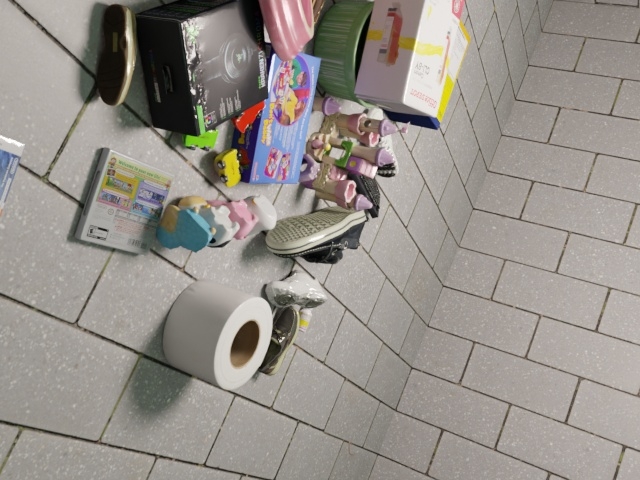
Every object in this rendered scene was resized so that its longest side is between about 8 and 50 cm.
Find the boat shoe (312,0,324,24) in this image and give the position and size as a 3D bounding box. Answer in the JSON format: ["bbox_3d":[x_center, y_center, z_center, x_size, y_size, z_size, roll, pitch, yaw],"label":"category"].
[{"bbox_3d":[-0.037,-0.585,1.883,0.207,0.073,0.073,-66,150,-13],"label":"boat shoe"}]

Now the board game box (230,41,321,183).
[{"bbox_3d":[-0.118,-0.324,1.871,0.233,0.078,0.347,-6,110,-60],"label":"board game box"}]

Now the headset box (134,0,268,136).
[{"bbox_3d":[-0.251,-0.385,1.536,0.283,0.131,0.246,-40,137,-46],"label":"headset box"}]

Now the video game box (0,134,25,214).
[{"bbox_3d":[-0.593,-0.093,1.158,0.187,0.048,0.205,22,85,-60],"label":"video game box"}]

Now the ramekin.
[{"bbox_3d":[0.107,-0.549,2.088,0.303,0.148,0.303,-38,136,-48],"label":"ramekin"}]

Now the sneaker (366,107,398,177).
[{"bbox_3d":[0.210,-0.328,2.453,0.292,0.110,0.118,63,38,-49],"label":"sneaker"}]

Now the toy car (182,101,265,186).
[{"bbox_3d":[-0.247,-0.246,1.690,0.225,0.053,0.239,-3,117,-54],"label":"toy car"}]

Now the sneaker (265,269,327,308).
[{"bbox_3d":[-0.086,0.142,2.201,0.232,0.090,0.115,15,47,-46],"label":"sneaker"}]

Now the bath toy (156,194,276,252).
[{"bbox_3d":[-0.243,-0.046,1.749,0.129,0.151,0.348,-42,167,25],"label":"bath toy"}]

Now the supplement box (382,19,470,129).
[{"bbox_3d":[0.351,-0.593,2.467,0.194,0.195,0.357,32,77,-62],"label":"supplement box"}]

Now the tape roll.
[{"bbox_3d":[-0.257,0.238,1.828,0.246,0.169,0.246,-36,134,-49],"label":"tape roll"}]

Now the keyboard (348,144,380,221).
[{"bbox_3d":[0.154,-0.167,2.466,0.317,0.033,0.202,53,43,-57],"label":"keyboard"}]

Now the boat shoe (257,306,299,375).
[{"bbox_3d":[-0.131,0.306,2.195,0.224,0.080,0.073,-66,157,-4],"label":"boat shoe"}]

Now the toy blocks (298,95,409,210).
[{"bbox_3d":[0.093,-0.249,2.108,0.309,0.260,0.289,34,75,-62],"label":"toy blocks"}]

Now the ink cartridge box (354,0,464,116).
[{"bbox_3d":[0.258,-0.561,2.022,0.279,0.160,0.385,-1,105,-62],"label":"ink cartridge box"}]

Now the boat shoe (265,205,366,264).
[{"bbox_3d":[0.000,0.000,2.164,0.500,0.186,0.156,-21,117,-63],"label":"boat shoe"}]

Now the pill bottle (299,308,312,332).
[{"bbox_3d":[-0.054,0.256,2.348,0.083,0.043,0.043,-68,152,-11],"label":"pill bottle"}]

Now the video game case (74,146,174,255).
[{"bbox_3d":[-0.412,-0.077,1.526,0.212,0.023,0.193,22,86,-62],"label":"video game case"}]

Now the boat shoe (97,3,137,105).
[{"bbox_3d":[-0.381,-0.355,1.390,0.072,0.068,0.190,-20,122,-71],"label":"boat shoe"}]

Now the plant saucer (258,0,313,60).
[{"bbox_3d":[-0.079,-0.583,1.639,0.332,0.084,0.332,-8,90,-80],"label":"plant saucer"}]
